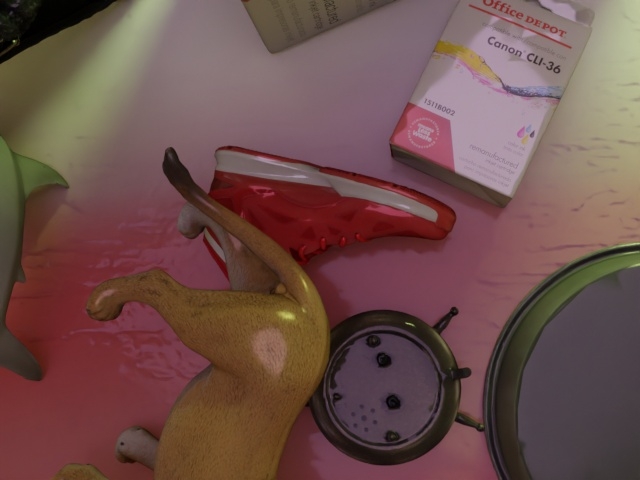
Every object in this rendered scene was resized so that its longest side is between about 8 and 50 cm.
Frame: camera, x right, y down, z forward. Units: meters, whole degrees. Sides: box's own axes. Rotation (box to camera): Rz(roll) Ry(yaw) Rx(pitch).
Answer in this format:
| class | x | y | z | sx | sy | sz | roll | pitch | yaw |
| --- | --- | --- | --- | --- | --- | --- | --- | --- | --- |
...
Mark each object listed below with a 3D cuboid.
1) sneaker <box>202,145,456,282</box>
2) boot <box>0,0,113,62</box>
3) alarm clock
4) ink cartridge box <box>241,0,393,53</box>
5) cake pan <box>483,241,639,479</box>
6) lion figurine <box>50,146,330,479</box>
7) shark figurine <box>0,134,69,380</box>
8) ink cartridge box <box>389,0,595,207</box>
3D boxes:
| class | x | y | z | sx | sy | sz | roll | pitch | yaw |
| --- | --- | --- | --- | --- | --- | --- | --- | --- | --- |
| sneaker | 0.000 | 0.000 | 0.720 | 0.221 | 0.087 | 0.128 | 15 | 94 | 20 |
| boot | -0.241 | -0.227 | 0.649 | 0.348 | 0.260 | 0.131 | -44 | 106 | -10 |
| alarm clock | 0.035 | 0.128 | 0.703 | 0.192 | 0.064 | 0.129 | -14 | 83 | 8 |
| ink cartridge box | 0.086 | -0.327 | 0.634 | 0.384 | 0.279 | 0.160 | -23 | 81 | 4 |
| cake pan | 0.283 | 0.144 | 0.675 | 0.293 | 0.054 | 0.293 | -1 | 84 | 7 |
| lion figurine | -0.071 | 0.146 | 0.635 | 0.240 | 0.142 | 0.392 | 22 | 111 | 28 |
| shark figurine | -0.278 | -0.024 | 0.740 | 0.166 | 0.116 | 0.278 | -32 | 70 | 36 |
| ink cartridge box | 0.153 | -0.143 | 0.714 | 0.115 | 0.067 | 0.198 | 25 | 87 | 9 |
